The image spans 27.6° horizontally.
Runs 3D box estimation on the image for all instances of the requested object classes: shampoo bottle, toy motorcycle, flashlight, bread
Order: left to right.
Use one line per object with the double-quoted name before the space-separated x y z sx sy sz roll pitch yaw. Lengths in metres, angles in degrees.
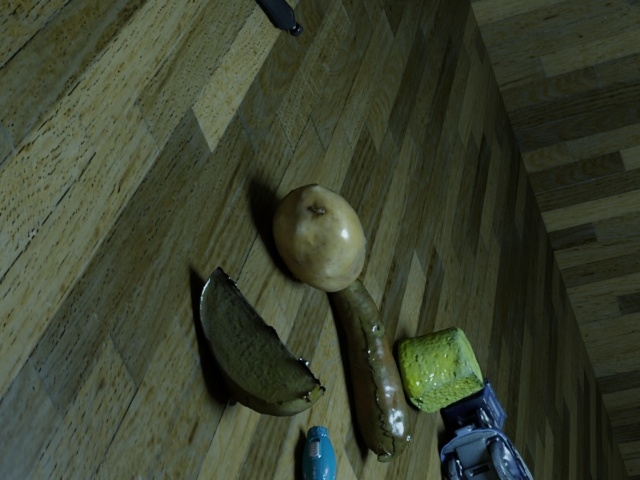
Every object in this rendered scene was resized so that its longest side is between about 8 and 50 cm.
"shampoo bottle" -0.059 -0.320 1.794 0.137 0.027 0.048 42 41 -60
"flashlight" -0.002 0.275 1.510 0.129 0.051 0.051 -94 160 -45
"bread" 0.179 0.193 1.986 0.129 0.114 0.111 43 31 -63
"toy motorcycle" 0.312 0.421 2.136 0.359 0.125 0.212 63 19 -10

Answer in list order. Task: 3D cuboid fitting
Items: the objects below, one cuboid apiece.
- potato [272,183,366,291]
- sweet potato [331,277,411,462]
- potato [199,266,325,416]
"potato" 0.000 0.000 1.615 0.109 0.118 0.178 -59 160 -15
"sweet potato" 0.066 0.160 1.750 0.075 0.075 0.273 10 66 -70
"potato" -0.080 0.125 1.375 0.172 0.089 0.100 47 -7 10
